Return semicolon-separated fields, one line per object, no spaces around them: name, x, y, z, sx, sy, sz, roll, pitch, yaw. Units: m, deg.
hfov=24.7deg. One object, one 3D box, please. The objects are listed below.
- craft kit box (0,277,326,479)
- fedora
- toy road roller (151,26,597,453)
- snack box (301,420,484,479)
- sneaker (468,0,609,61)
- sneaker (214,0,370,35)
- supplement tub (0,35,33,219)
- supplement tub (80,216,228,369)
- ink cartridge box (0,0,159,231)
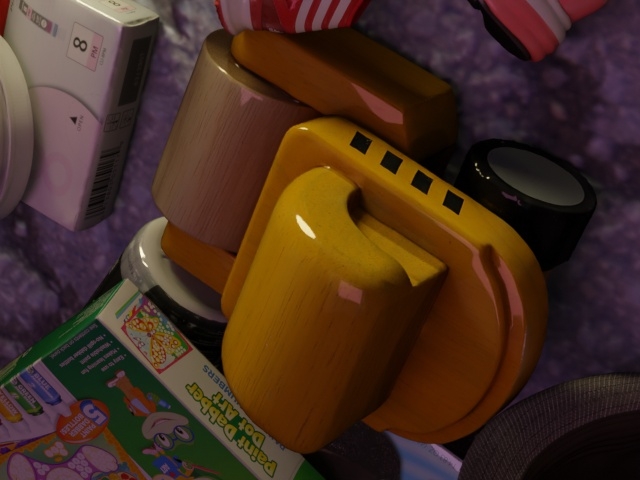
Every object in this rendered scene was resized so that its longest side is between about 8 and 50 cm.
craft kit box;-0.145;0.179;1.123;0.246;0.061;0.250;44;129;-14
fedora;0.202;0.213;0.926;0.243;0.275;0.124;60;153;28
toy road roller;0.000;0.000;0.975;0.329;0.241;0.202;34;120;20
snack box;0.114;0.245;1.089;0.322;0.060;0.187;34;121;20
sneaker;0.103;-0.269;0.929;0.136;0.116;0.313;-31;79;7
sneaker;0.000;-0.243;0.955;0.128;0.087;0.221;3;99;5
supplement tub;-0.384;-0.083;1.138;0.191;0.272;0.191;11;105;48
supplement tub;-0.138;0.081;1.166;0.117;0.117;0.190;48;124;12
ink cartridge box;-0.253;-0.142;1.212;0.232;0.066;0.189;27;118;19
